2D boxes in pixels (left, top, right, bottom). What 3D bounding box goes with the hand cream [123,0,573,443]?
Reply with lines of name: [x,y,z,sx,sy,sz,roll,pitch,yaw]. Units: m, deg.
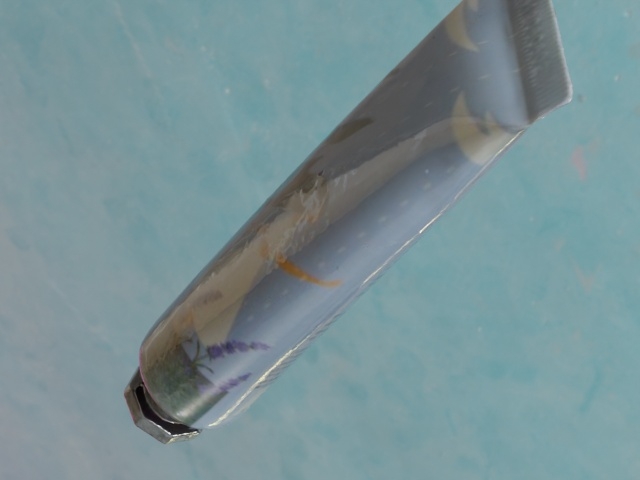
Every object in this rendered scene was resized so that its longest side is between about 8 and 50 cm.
hand cream: [0.000,0.000,0.441,0.058,0.091,0.271,27,130,-21]
